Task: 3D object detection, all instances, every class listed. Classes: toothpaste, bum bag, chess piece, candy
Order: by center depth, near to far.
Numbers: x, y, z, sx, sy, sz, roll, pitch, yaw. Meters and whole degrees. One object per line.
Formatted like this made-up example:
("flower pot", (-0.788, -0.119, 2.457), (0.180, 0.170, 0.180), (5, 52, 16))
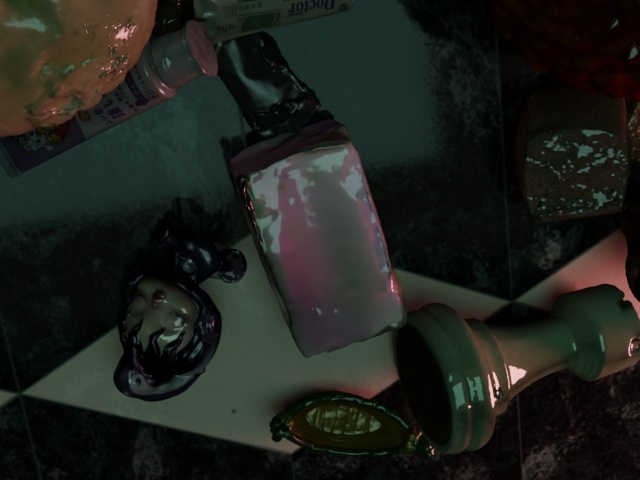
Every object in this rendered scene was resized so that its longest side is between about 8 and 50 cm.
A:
("toothpaste", (-0.260, -0.163, 1.063), (0.299, 0.073, 0.114), (-18, 115, 18))
("toothpaste", (-0.043, -0.271, 1.091), (0.218, 0.041, 0.064), (-16, 125, -22))
("bum bag", (-0.085, -0.206, 1.117), (0.087, 0.049, 0.197), (-36, 102, 7))
("candy", (0.000, 0.000, 1.168), (0.156, 0.116, 0.265), (-21, 110, -4))
("chess piece", (0.264, 0.149, 1.243), (0.299, 0.194, 0.194), (-15, 110, -16))

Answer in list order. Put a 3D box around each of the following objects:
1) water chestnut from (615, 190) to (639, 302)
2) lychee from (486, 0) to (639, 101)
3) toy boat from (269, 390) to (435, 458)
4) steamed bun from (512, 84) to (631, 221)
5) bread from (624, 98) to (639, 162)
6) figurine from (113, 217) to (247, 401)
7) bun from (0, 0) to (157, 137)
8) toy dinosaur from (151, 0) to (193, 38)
("water chestnut", (0.496, 0.003, 1.231), (0.224, 0.238, 0.223), (-25, 135, -28))
("lychee", (0.337, -0.355, 0.982), (0.500, 0.425, 0.424), (18, 107, 25))
("toy boat", (0.039, 0.252, 1.271), (0.230, 0.088, 0.088), (8, 105, -13))
("steamed bun", (0.316, -0.109, 1.190), (0.145, 0.106, 0.175), (-6, 109, 8))
("bread", (0.433, -0.148, 1.247), (0.090, 0.035, 0.094), (17, 104, -16))
("figurine", (-0.181, 0.093, 1.169), (0.145, 0.145, 0.222), (27, 90, -18))
("bun", (-0.343, -0.275, 0.930), (0.362, 0.234, 0.326), (18, 90, 4))
("toy dinosaur", (-0.221, -0.274, 1.093), (0.179, 0.087, 0.187), (-23, 97, 36))
